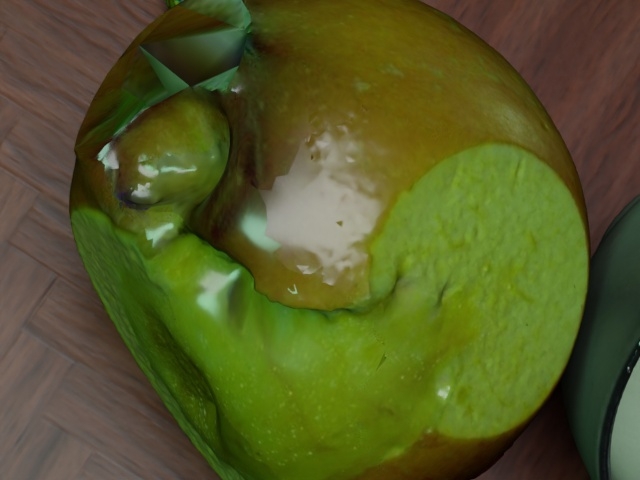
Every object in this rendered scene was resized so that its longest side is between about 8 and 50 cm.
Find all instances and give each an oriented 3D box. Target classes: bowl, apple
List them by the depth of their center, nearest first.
[{"bbox_3d":[0.000,0.000,1.405,0.374,0.374,0.384,8,55,-6],"label":"apple"},{"bbox_3d":[0.321,0.059,1.505,0.353,0.354,0.185,-22,39,-13],"label":"bowl"}]

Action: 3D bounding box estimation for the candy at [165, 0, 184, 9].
[{"bbox_3d":[-0.092,-0.290,1.647,0.077,0.073,0.262,-3,69,2],"label":"candy"}]
